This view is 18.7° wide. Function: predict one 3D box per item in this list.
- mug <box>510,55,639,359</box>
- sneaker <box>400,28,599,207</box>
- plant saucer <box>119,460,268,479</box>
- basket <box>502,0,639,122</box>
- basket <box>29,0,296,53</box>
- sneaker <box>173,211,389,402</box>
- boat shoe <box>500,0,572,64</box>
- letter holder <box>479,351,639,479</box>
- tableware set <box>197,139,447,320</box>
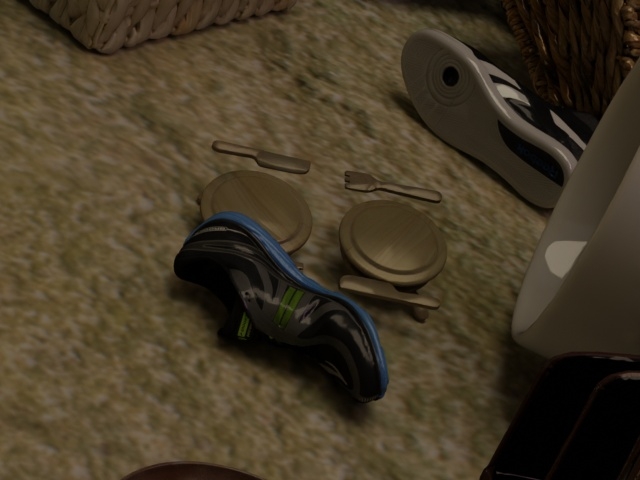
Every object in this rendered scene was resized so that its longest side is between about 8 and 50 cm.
[{"bbox_3d":[0.367,-0.015,1.400,0.328,0.374,0.276,27,23,-1],"label":"mug"},{"bbox_3d":[0.176,-0.113,1.772,0.217,0.079,0.121,47,33,21],"label":"sneaker"},{"bbox_3d":[-0.055,0.196,1.141,0.168,0.029,0.168,17,31,-11],"label":"plant saucer"},{"bbox_3d":[0.345,-0.184,1.905,0.299,0.213,0.223,-6,9,-31],"label":"basket"},{"bbox_3d":[-0.141,-0.383,1.722,0.266,0.331,0.328,39,33,21],"label":"basket"},{"bbox_3d":[-0.028,0.057,1.367,0.188,0.067,0.078,39,55,20],"label":"sneaker"},{"bbox_3d":[0.226,-0.252,2.036,0.076,0.080,0.228,-2,36,2],"label":"boat shoe"},{"bbox_3d":[0.288,0.148,1.202,0.302,0.214,0.152,13,30,-18],"label":"letter holder"},{"bbox_3d":[0.000,0.000,1.488,0.194,0.039,0.128,13,46,-8],"label":"tableware set"}]
